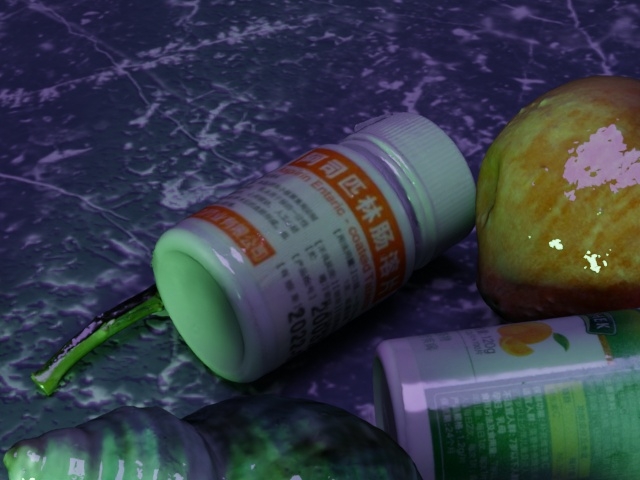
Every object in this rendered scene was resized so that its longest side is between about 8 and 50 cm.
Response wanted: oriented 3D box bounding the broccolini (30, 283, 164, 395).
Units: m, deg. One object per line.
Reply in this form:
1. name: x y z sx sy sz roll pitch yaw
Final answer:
1. broccolini: -0.139 0.054 1.123 0.239 0.051 0.054 -35 95 -31

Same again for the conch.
1. conch: -0.071 0.180 0.859 0.277 0.220 0.195 23 81 -16

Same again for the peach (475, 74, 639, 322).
1. peach: 0.217 -0.015 1.071 0.232 0.232 0.232 -1 41 1

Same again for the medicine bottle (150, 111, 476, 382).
1. medicine bottle: 0.000 0.000 1.103 0.252 0.144 0.144 -30 48 -32

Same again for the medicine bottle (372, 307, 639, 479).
1. medicine bottle: 0.181 0.120 0.962 0.274 0.133 0.133 -6 41 -5
